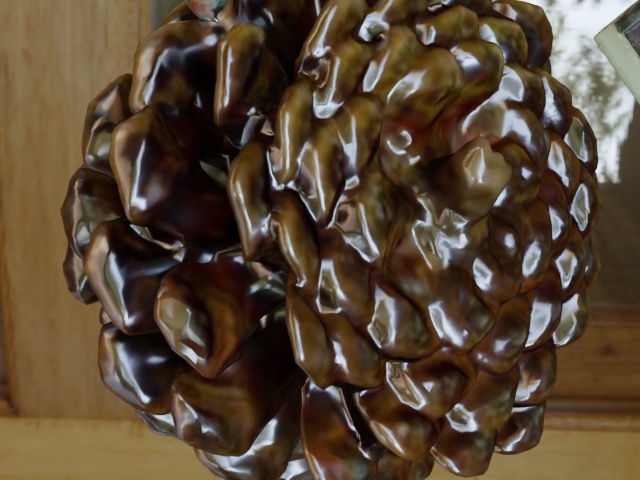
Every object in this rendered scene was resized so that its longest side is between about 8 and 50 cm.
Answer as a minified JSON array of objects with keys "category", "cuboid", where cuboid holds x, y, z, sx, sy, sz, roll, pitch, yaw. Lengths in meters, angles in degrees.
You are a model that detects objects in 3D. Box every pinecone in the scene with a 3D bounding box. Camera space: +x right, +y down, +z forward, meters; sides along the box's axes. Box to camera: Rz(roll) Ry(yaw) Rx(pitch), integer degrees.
[{"category":"pinecone","cuboid":[0.000,0.000,0.733,0.398,0.397,0.398,-178,-90,-86]}]

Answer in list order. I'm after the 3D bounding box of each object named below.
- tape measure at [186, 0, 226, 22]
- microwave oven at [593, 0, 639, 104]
[{"category":"tape measure","cuboid":[-0.126,-0.197,0.334,0.125,0.243,0.246,25,-63,37]},{"category":"microwave oven","cuboid":[0.601,-0.306,1.296,0.394,0.247,0.333,-38,179,41]}]
